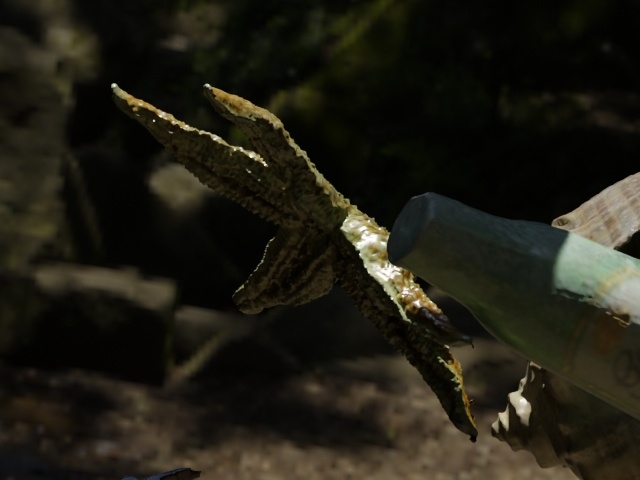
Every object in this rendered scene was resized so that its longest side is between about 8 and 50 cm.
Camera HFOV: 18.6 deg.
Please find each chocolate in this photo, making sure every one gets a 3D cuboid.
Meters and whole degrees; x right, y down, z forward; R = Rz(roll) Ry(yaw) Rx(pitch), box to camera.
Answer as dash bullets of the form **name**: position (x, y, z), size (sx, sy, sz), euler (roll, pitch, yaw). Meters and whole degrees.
- **chocolate**: position (0.176, 0.048, 1.307), size (0.291, 0.110, 0.110), euler (26, 11, -22)

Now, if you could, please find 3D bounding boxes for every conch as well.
- **conch**: position (0.279, 0.047, 1.604), size (0.352, 0.297, 0.210), euler (-39, 45, -7)

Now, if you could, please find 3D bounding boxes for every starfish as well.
- **starfish**: position (0.001, -0.003, 1.504), size (0.347, 0.358, 0.078), euler (34, 68, 33)

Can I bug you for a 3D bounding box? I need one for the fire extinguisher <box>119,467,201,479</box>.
- **fire extinguisher**: position (-0.185, 0.311, 1.838), size (0.106, 0.075, 0.252), euler (27, 48, -6)
